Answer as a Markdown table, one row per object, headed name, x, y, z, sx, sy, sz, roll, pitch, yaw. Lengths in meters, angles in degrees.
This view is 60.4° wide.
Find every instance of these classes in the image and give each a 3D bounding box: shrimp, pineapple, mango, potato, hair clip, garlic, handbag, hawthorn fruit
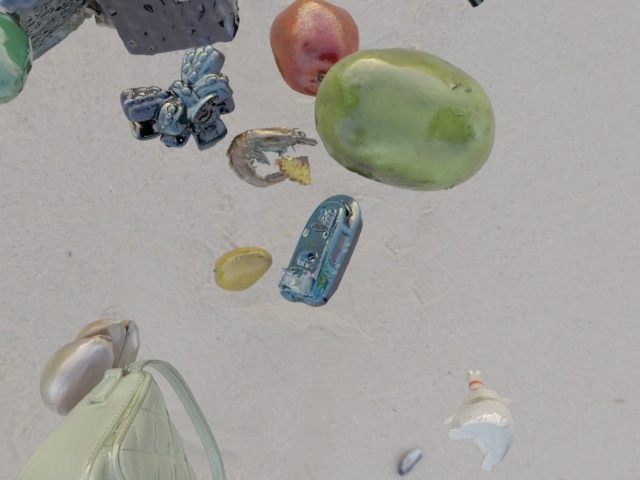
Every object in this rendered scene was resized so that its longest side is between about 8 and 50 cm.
| name | x | y | z | sx | sy | sz | roll | pitch | yaw |
| --- | --- | --- | --- | --- | --- | --- | --- | --- | --- |
| shrimp | -0.131 | -0.230 | 1.513 | 0.253 | 0.058 | 0.173 | -1 | 83 | -13 |
| pineapple | -0.073 | -0.195 | 1.409 | 0.114 | 0.114 | 0.077 | 27 | 96 | -33 |
| mango | -0.229 | 0.080 | 1.639 | 0.195 | 0.098 | 0.137 | -24 | 132 | 13 |
| potato | 0.136 | -0.186 | 0.864 | 0.305 | 0.216 | 0.215 | 2 | 91 | -22 |
| hair clip | -0.347 | -0.356 | 1.430 | 0.310 | 0.194 | 0.206 | -41 | 73 | -17 |
| garlic | -0.614 | 0.338 | 1.468 | 0.132 | 0.279 | 0.325 | 24 | 123 | 17 |
| handbag | -0.140 | 0.230 | 0.489 | 0.079 | 0.219 | 0.256 | -11 | 110 | 14 |
| hawthorn fruit | -0.010 | -0.369 | 1.067 | 0.189 | 0.189 | 0.189 | 0 | 91 | -19 |

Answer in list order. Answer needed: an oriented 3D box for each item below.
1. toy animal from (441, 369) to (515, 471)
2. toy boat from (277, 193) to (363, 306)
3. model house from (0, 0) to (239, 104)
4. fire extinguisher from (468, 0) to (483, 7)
| name | x | y | z | sx | sy | sz | roll | pitch | yaw |
| --- | --- | --- | --- | --- | --- | --- | --- | --- | --- |
| toy animal | 0.380 | 0.418 | 1.303 | 0.141 | 0.282 | 0.138 | 36 | 98 | 7 |
| toy boat | 0.000 | 0.000 | 1.256 | 0.298 | 0.134 | 0.092 | -68 | 149 | -28 |
| model house | -0.224 | -0.241 | 0.470 | 0.284 | 0.243 | 0.298 | 35 | 74 | 25 |
| fire extinguisher | 0.213 | -0.390 | 0.827 | 0.083 | 0.038 | 0.025 | 39 | 81 | -30 |
